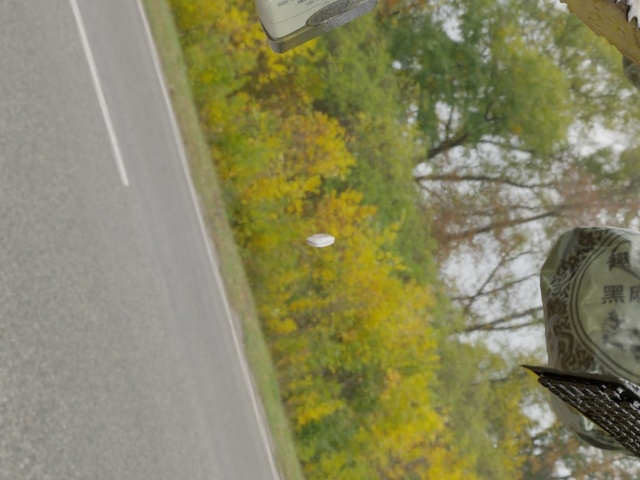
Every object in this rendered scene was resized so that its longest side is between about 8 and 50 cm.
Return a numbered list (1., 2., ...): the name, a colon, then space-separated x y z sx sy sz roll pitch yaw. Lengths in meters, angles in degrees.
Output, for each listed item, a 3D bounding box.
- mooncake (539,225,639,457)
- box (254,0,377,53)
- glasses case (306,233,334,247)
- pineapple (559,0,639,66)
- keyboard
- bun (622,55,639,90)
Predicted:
1. mooncake: 0.364 0.106 0.793 0.136 0.254 0.250 74 22 -53
2. box: -0.003 -0.321 0.934 0.071 0.168 0.259 64 1 0
3. glasses case: 0.000 0.000 1.506 0.083 0.032 0.021 -14 121 -62
4. pineapple: 0.256 -0.319 0.684 0.334 0.158 0.161 30 13 -42
5. keyboard: 0.204 0.125 0.468 0.196 0.074 0.015 37 64 -31
6. bun: 0.394 -0.213 0.880 0.045 0.083 0.083 -2 74 -60
